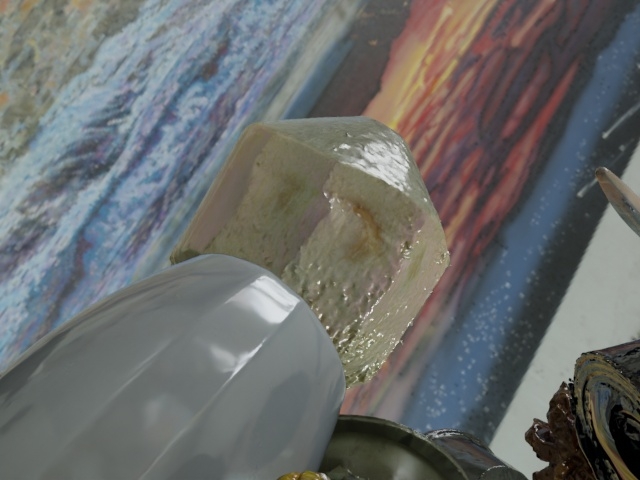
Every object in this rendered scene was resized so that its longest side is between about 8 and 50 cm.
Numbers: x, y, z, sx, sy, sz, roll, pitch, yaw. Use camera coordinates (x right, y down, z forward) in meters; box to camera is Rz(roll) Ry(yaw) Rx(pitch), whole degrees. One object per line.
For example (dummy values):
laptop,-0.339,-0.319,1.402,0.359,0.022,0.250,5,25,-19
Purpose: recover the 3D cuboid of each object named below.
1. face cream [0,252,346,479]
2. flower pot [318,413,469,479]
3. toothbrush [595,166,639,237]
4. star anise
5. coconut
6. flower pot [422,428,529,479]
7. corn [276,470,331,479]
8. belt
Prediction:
face cream,-0.151,0.186,0.501,0.357,0.219,0.312,-47,173,-26
flower pot,0.022,0.288,0.615,0.212,0.212,0.202,-46,-172,29
toothbrush,0.396,0.037,0.768,0.037,0.375,0.028,-58,-153,-11
star anise,0.348,0.295,0.972,0.196,0.111,0.212,-69,-164,-6
coconut,0.000,0.000,0.860,0.309,0.297,0.297,-59,-165,3
flower pot,0.249,0.445,1.183,0.269,0.269,0.166,-61,-165,-23
corn,-0.028,0.186,0.309,0.068,0.068,0.207,-44,-168,35
belt,0.254,0.151,0.509,0.078,0.151,0.198,-13,-150,-5
